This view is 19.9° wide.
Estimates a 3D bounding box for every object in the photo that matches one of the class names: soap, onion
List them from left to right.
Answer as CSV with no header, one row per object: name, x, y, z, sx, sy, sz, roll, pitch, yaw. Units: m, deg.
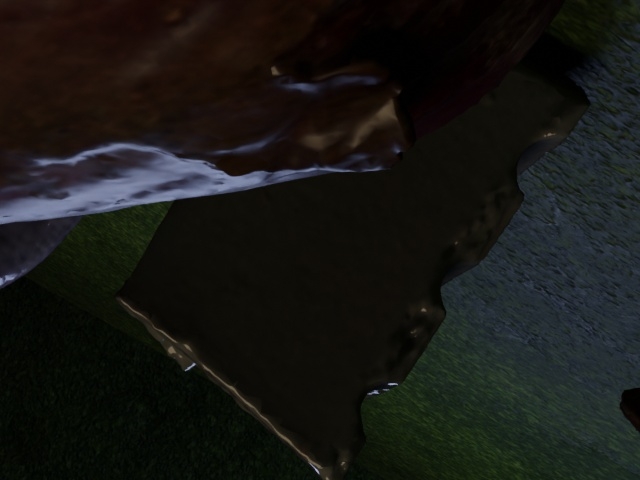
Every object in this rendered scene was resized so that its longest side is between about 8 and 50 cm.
onion,-0.095,-0.116,0.563,0.348,0.385,0.348,34,-176,-3
soap,0.000,0.000,1.046,0.159,0.257,0.302,32,168,0

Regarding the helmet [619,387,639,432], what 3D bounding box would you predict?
helmet,0.301,0.104,0.956,0.198,0.154,0.253,23,-164,-42

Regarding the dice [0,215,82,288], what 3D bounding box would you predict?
dice,-0.299,-0.133,1.246,0.270,0.270,0.271,24,166,33
